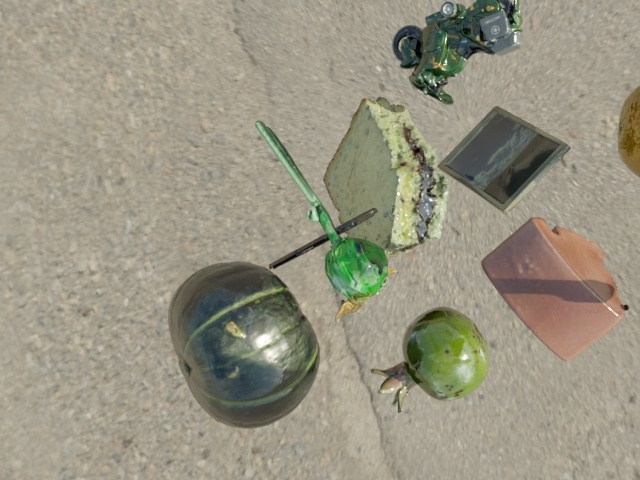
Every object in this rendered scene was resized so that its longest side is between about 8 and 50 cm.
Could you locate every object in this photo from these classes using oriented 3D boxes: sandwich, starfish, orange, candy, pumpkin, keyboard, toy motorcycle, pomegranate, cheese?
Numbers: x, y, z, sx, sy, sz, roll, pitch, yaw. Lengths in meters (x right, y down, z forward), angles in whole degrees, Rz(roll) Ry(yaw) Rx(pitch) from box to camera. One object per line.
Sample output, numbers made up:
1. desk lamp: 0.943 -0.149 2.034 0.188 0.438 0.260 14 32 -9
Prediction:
1. sandwich: 0.140 -0.107 1.678 0.131 0.325 0.262 3 136 -28
2. starfish: 0.106 0.123 1.931 0.050 0.247 0.138 45 115 8
3. orange: 0.656 -0.195 1.429 0.236 0.236 0.236 1 98 10
4. candy: -0.008 -0.051 1.221 0.097 0.097 0.323 -35 85 13
5. pumpkin: -0.151 0.194 1.494 0.241 0.323 0.323 -30 92 -21
6. keyboard: 0.000 0.001 1.537 0.262 0.106 0.016 -29 89 46
7. toy motorcycle: 0.276 -0.375 1.577 0.275 0.125 0.187 -18 86 32
8. pomegranate: 0.208 0.231 1.514 0.224 0.181 0.181 -29 92 6
9. cheese: 0.350 0.046 1.223 0.177 0.203 0.128 37 120 -16

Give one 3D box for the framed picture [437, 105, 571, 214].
1. framed picture: 0.376 -0.171 1.656 0.189 0.260 0.023 -46 126 3
